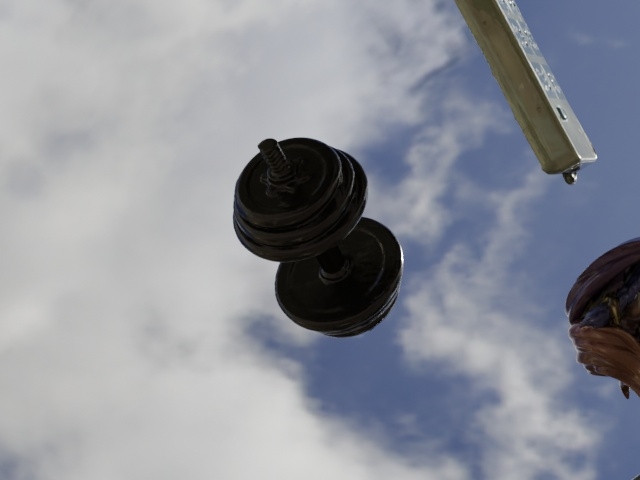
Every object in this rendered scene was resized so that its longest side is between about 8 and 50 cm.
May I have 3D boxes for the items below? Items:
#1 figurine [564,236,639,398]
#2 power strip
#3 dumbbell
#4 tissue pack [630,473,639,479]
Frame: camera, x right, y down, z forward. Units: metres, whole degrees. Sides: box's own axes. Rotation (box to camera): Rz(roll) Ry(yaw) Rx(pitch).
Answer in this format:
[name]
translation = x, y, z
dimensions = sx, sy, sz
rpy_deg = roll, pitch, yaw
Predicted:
[figurine]
translation = 0.254, 0.082, 1.248
dimensions = 0.126, 0.114, 0.157
rpy_deg = -3, -114, -59
[power strip]
translation = 0.157, -0.132, 1.270
dimensions = 0.035, 0.081, 0.192
rpy_deg = -30, -98, 17
[dumbbell]
translation = 0.000, 0.000, 1.130
dimensions = 0.099, 0.099, 0.208
rpy_deg = -45, -42, -15
[tissue pack]
translation = 0.309, 0.352, 1.303
dimensions = 0.228, 0.103, 0.315
rpy_deg = -46, -107, 17
